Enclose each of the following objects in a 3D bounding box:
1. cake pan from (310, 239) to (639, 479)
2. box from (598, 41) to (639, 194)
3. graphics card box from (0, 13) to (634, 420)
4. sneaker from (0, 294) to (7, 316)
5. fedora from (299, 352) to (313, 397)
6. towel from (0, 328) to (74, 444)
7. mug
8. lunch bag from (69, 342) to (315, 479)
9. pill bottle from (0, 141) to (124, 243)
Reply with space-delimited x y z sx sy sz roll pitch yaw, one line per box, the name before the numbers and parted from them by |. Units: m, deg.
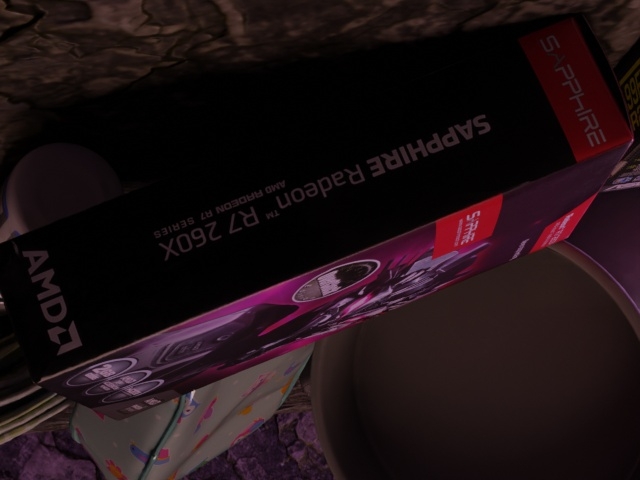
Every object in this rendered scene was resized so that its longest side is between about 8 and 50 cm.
cake pan | 0.133 0.124 0.945 0.293 0.293 0.054 -15 180 27
box | 0.330 -0.102 0.794 0.270 0.060 0.216 -8 166 -6
graphics card box | 0.000 0.000 0.769 0.371 0.094 0.233 -21 167 -4
sneaker | -0.381 0.085 1.074 0.258 0.091 0.094 -11 167 13
fedora | 0.060 0.131 1.313 0.244 0.124 0.275 17 174 1
towel | -0.343 0.156 1.169 0.320 0.090 0.374 -29 -176 -42
mug | 0.276 0.082 1.106 0.328 0.276 0.374 -25 167 37
lunch bag | -0.095 0.101 1.041 0.224 0.108 0.279 -32 162 -39
pill bottle | -0.190 -0.010 0.815 0.078 0.078 0.137 -1 166 -28
